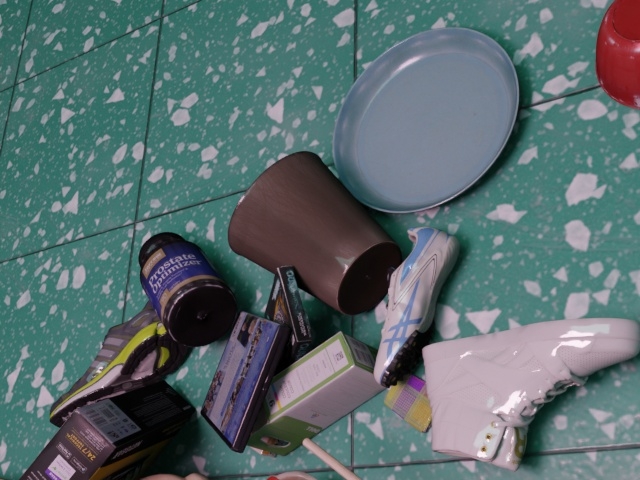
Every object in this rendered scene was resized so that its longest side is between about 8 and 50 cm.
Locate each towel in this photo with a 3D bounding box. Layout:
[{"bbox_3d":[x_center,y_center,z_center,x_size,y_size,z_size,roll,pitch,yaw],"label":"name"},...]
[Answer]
[{"bbox_3d":[0.130,0.221,1.136,0.083,0.009,0.060,29,88,41],"label":"towel"}]

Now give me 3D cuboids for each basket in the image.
[{"bbox_3d":[0.000,0.000,1.244,0.204,0.154,0.227,-47,53,-5],"label":"basket"}]

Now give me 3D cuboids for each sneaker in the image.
[{"bbox_3d":[0.121,0.091,1.151,0.086,0.085,0.237,15,72,26],"label":"sneaker"},{"bbox_3d":[0.259,0.194,1.002,0.292,0.108,0.169,-19,60,39],"label":"sneaker"},{"bbox_3d":[-0.354,0.224,1.434,0.300,0.111,0.121,-39,39,10],"label":"sneaker"}]

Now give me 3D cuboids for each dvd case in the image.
[{"bbox_3d":[-0.117,0.200,1.223,0.180,0.022,0.253,-69,17,-7],"label":"dvd case"}]

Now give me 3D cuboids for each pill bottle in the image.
[{"bbox_3d":[-0.231,0.074,1.379,0.123,0.123,0.219,-52,38,5],"label":"pill bottle"}]

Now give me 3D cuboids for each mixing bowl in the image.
[{"bbox_3d":[0.441,-0.275,1.086,0.181,0.098,0.181,-15,60,29],"label":"mixing bowl"}]

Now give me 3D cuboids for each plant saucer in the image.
[{"bbox_3d":[0.163,-0.183,1.279,0.317,0.043,0.318,-15,62,29],"label":"plant saucer"}]

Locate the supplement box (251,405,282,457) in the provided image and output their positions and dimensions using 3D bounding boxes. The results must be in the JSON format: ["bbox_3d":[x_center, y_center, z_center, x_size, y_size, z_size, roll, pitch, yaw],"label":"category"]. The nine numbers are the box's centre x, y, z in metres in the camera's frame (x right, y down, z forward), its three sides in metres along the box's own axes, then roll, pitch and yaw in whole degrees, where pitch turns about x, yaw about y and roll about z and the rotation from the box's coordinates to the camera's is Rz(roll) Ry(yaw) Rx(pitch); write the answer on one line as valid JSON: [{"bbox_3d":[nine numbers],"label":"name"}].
[{"bbox_3d":[-0.098,0.279,1.254,0.098,0.036,0.062,24,84,40],"label":"supplement box"}]

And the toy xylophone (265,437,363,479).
[{"bbox_3d":[0.029,0.383,1.018,0.081,0.236,0.322,-31,32,-32],"label":"toy xylophone"}]

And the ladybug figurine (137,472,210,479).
[{"bbox_3d":[-0.251,0.542,1.159,0.305,0.162,0.449,26,86,41],"label":"ladybug figurine"}]

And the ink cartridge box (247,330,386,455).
[{"bbox_3d":[-0.013,0.221,1.173,0.209,0.109,0.062,-37,52,17],"label":"ink cartridge box"}]

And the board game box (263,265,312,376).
[{"bbox_3d":[-0.054,0.141,1.216,0.186,0.026,0.126,109,151,-51],"label":"board game box"}]

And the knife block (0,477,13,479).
[{"bbox_3d":[-0.550,0.458,1.460,0.275,0.088,0.242,-44,51,11],"label":"knife block"}]

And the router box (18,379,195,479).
[{"bbox_3d":[-0.337,0.340,1.224,0.081,0.309,0.243,40,96,10],"label":"router box"}]
